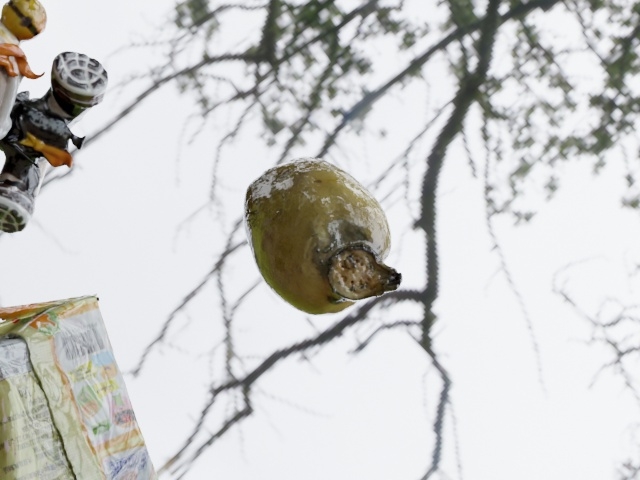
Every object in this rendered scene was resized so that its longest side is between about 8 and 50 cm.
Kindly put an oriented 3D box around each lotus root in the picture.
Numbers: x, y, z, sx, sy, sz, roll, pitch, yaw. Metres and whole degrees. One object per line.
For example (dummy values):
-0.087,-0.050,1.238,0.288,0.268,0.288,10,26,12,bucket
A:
0.000,0.000,1.150,0.221,0.118,0.125,51,-46,51,lotus root

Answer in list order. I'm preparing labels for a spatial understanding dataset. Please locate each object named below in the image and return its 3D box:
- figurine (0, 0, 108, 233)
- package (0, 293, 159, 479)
-0.464,-0.184,1.587,0.323,0.320,0.196,31,4,-26,figurine
-0.120,0.081,0.557,0.031,0.108,0.120,-23,-93,30,package
